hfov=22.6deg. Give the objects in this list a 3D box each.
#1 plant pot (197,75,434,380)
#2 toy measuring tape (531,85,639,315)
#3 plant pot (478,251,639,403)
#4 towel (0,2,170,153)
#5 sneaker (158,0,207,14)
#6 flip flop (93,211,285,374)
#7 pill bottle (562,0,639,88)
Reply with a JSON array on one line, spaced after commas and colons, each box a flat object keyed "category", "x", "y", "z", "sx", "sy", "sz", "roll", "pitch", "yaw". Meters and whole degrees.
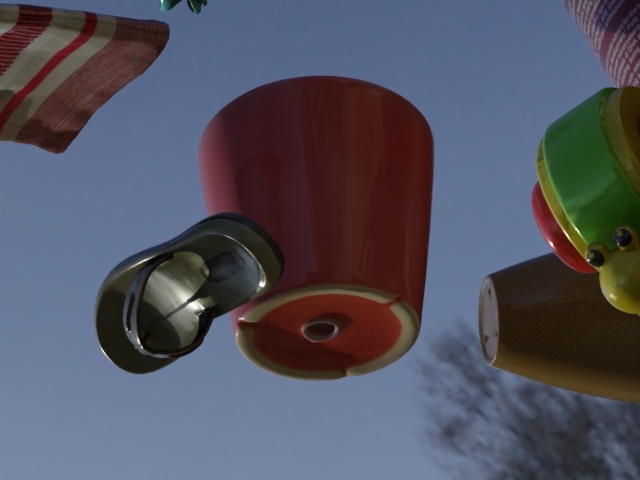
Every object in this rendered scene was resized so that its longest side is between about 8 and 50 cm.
[{"category": "plant pot", "x": 0.000, "y": 0.000, "z": 1.721, "sx": 0.275, "sy": 0.243, "sz": 0.275, "roll": -2, "pitch": -35, "yaw": -1}, {"category": "toy measuring tape", "x": 0.198, "y": -0.070, "z": 1.013, "sx": 0.330, "sy": 0.121, "sz": 0.121, "roll": -70, "pitch": -2, "yaw": -53}, {"category": "plant pot", "x": 0.340, "y": 0.104, "z": 2.075, "sx": 0.254, "sy": 0.237, "sz": 0.237, "roll": -1, "pitch": -43, "yaw": -8}, {"category": "towel", "x": -0.337, "y": -0.156, "z": 1.528, "sx": 0.329, "sy": 0.037, "sz": 0.237, "roll": 1, "pitch": -26, "yaw": -37}, {"category": "sneaker", "x": -0.084, "y": -0.217, "z": 1.165, "sx": 0.107, "sy": 0.275, "sz": 0.110, "roll": 60, "pitch": -149, "yaw": -81}, {"category": "flip flop", "x": -0.134, "y": 0.062, "z": 1.487, "sx": 0.277, "sy": 0.112, "sz": 0.080, "roll": -30, "pitch": 24, "yaw": 47}, {"category": "pill bottle", "x": 0.395, "y": -0.255, "z": 1.735, "sx": 0.224, "sy": 0.392, "sz": 0.224, "roll": -17, "pitch": -32, "yaw": -11}]
